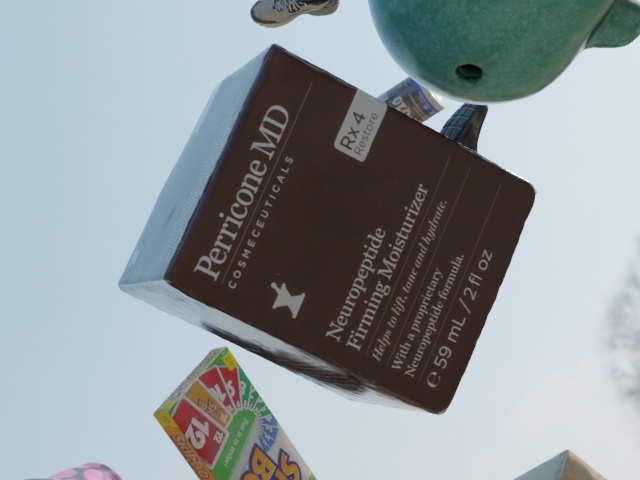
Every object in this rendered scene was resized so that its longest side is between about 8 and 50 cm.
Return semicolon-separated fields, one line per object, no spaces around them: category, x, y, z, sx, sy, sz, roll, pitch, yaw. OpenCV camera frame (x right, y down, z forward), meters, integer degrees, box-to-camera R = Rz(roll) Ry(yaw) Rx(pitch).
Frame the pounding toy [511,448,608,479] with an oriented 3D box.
pounding toy;0.289;0.363;1.405;0.181;0.206;0.094;-44;11;46

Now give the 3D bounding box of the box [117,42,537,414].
box;0.000;0.000;0.837;0.168;0.203;0.167;-66;16;-11

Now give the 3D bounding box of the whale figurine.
whale figurine;0.149;-0.186;0.853;0.216;0.141;0.272;33;-33;-28

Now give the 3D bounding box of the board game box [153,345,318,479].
board game box;-0.085;0.265;1.465;0.039;0.259;0.124;-14;25;42

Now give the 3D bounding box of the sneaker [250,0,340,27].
sneaker;-0.036;-0.346;1.778;0.135;0.052;0.058;-16;-8;-10

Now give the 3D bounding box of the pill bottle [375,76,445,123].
pill bottle;0.130;-0.214;2.037;0.137;0.078;0.078;-32;-22;21

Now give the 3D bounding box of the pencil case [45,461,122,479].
pencil case;-0.279;0.294;1.263;0.095;0.098;0.209;2;4;22

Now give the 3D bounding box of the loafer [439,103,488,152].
loafer;0.190;-0.116;1.697;0.061;0.062;0.170;29;-92;-23

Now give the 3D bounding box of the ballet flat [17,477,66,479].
ballet flat;-0.133;0.248;0.867;0.139;0.400;0.139;-49;-32;-45
